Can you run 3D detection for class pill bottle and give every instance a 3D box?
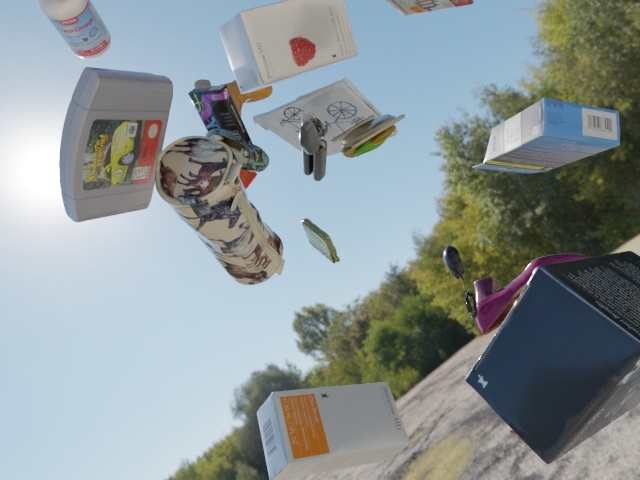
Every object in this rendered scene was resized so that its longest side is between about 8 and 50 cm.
[{"bbox_3d":[-0.479,-0.438,0.908,0.087,0.087,0.160,-35,-16,-10],"label":"pill bottle"}]

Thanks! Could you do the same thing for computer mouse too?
[{"bbox_3d":[0.436,0.131,1.480,0.041,0.242,0.071,-13,-16,-12],"label":"computer mouse"}]

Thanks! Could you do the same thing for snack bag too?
[{"bbox_3d":[0.018,-0.357,1.453,0.342,0.037,0.323,-11,-22,35],"label":"snack bag"}]

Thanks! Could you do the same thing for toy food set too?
[{"bbox_3d":[0.097,-0.210,0.952,0.132,0.038,0.192,-31,19,-2],"label":"toy food set"}]

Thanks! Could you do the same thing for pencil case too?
[{"bbox_3d":[-0.202,-0.044,1.057,0.160,0.183,0.410,-57,-26,-19],"label":"pencil case"}]

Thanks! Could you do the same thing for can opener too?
[{"bbox_3d":[-0.031,-0.248,1.313,0.095,0.076,0.283,-52,-15,-22],"label":"can opener"}]

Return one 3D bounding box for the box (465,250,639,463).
[{"bbox_3d":[0.539,0.206,0.931,0.395,0.212,0.293,-5,-53,-36],"label":"box"}]

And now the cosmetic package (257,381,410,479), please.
[{"bbox_3d":[0.043,0.620,1.554,0.453,0.230,0.161,4,-43,-30],"label":"cosmetic package"}]

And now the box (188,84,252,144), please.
[{"bbox_3d":[-0.249,-0.304,1.177,0.029,0.116,0.162,-55,-44,-35],"label":"box"}]

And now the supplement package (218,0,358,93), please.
[{"bbox_3d":[-0.082,-0.519,1.231,0.293,0.177,0.175,-27,21,-23],"label":"supplement package"}]

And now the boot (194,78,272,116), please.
[{"bbox_3d":[-0.287,-0.477,1.619,0.295,0.211,0.104,-5,-45,-21],"label":"boot"}]

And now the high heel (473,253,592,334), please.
[{"bbox_3d":[0.645,0.168,1.428,0.127,0.181,0.377,23,-35,-33],"label":"high heel"}]

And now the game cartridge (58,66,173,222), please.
[{"bbox_3d":[-0.394,-0.175,0.901,0.196,0.060,0.294,-19,-43,-54],"label":"game cartridge"}]

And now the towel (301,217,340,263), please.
[{"bbox_3d":[0.000,0.000,1.381,0.027,0.148,0.110,-35,-48,-17],"label":"towel"}]

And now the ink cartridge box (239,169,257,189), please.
[{"bbox_3d":[-0.301,-0.153,1.461,0.239,0.060,0.275,-52,-22,-3],"label":"ink cartridge box"}]

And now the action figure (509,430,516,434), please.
[{"bbox_3d":[0.538,0.474,1.256,0.038,0.030,0.115,-51,-17,-51],"label":"action figure"}]

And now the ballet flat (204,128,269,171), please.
[{"bbox_3d":[-0.194,-0.192,0.988,0.070,0.188,0.070,-37,-41,-43],"label":"ballet flat"}]

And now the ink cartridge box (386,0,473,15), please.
[{"bbox_3d":[0.229,-0.577,1.002,0.128,0.176,0.127,7,-87,-49],"label":"ink cartridge box"}]

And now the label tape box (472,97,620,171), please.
[{"bbox_3d":[0.664,-0.300,1.430,0.249,0.115,0.348,4,-6,-13],"label":"label tape box"}]
